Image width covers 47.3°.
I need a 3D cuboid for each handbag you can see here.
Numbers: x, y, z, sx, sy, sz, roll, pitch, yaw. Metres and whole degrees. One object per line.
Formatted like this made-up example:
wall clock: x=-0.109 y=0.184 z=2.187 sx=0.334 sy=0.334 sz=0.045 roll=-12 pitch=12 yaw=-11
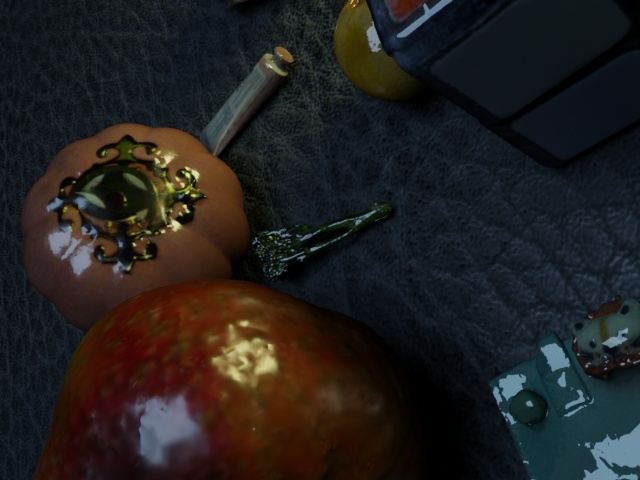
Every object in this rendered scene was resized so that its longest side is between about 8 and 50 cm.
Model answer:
handbag: x=0.295 y=0.172 z=0.592 sx=0.268 sy=0.100 sz=0.274 roll=-38 pitch=58 yaw=28

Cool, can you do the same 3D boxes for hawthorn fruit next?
hawthorn fruit: x=-0.094 y=0.226 z=0.752 sx=0.403 sy=0.403 sz=0.403 roll=-11 pitch=72 yaw=38

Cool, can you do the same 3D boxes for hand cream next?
hand cream: x=-0.114 y=-0.198 z=1.075 sx=0.209 sy=0.043 sz=0.067 roll=-43 pitch=53 yaw=31

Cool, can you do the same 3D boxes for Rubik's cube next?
Rubik's cube: x=0.217 y=-0.297 z=0.632 sx=0.316 sy=0.313 sz=0.318 roll=-34 pitch=59 yaw=29

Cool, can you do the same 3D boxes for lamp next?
lamp: x=-0.248 y=-0.007 z=1.005 sx=0.305 sy=0.239 sz=0.305 roll=2 pitch=64 yaw=-4

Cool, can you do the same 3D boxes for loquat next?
loquat: x=0.086 y=-0.232 z=0.852 sx=0.141 sy=0.141 sz=0.141 roll=-11 pitch=72 yaw=38

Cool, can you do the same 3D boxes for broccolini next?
broccolini: x=0.006 y=-0.002 z=0.930 sx=0.201 sy=0.058 sz=0.074 roll=-17 pitch=83 yaw=20

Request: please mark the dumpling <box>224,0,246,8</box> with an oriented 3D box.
dumpling: x=-0.095 y=-0.471 z=1.049 sx=0.293 sy=0.163 sz=0.204 roll=-28 pitch=66 yaw=46
